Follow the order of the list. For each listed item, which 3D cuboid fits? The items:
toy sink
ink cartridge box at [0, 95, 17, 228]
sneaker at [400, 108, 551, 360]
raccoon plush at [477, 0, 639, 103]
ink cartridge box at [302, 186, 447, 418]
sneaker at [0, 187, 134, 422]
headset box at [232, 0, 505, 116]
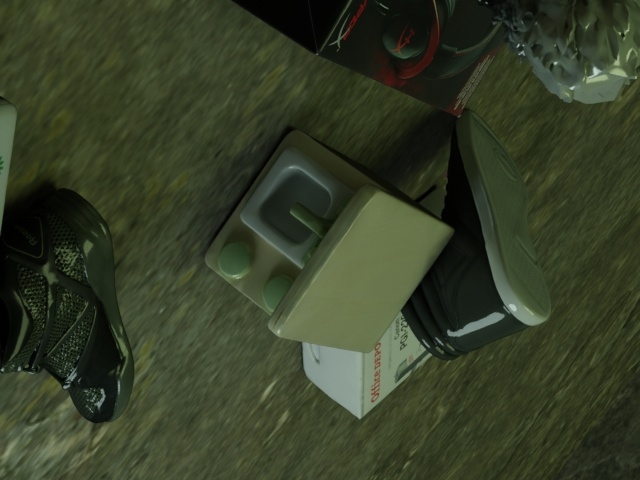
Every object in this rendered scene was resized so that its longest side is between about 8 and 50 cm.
[{"bbox_3d":[0.000,0.000,1.236,0.153,0.131,0.234,-56,157,7],"label":"toy sink"},{"bbox_3d":[-0.346,0.077,0.813,0.324,0.071,0.330,-16,127,-50],"label":"ink cartridge box"},{"bbox_3d":[0.135,-0.006,1.378,0.147,0.295,0.104,-34,130,27],"label":"sneaker"},{"bbox_3d":[0.128,-0.342,0.762,0.216,0.446,0.299,-24,152,-1],"label":"raccoon plush"},{"bbox_3d":[0.085,0.069,1.492,0.218,0.092,0.158,-37,149,-24],"label":"ink cartridge box"},{"bbox_3d":[-0.216,0.076,1.043,0.130,0.087,0.227,-35,145,-28],"label":"sneaker"},{"bbox_3d":[0.085,-0.236,1.107,0.218,0.110,0.293,-59,152,11],"label":"headset box"}]
